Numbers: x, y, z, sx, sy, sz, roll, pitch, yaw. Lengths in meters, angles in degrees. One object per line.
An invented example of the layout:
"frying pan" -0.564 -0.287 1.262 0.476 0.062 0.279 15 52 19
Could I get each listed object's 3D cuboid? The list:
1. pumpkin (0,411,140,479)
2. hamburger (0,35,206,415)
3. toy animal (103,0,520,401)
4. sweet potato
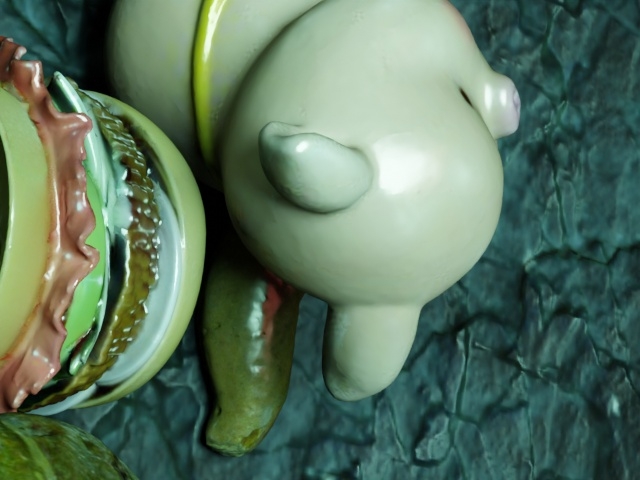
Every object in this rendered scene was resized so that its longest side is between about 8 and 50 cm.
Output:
"pumpkin" -0.161 0.162 0.738 0.219 0.162 0.219 -22 139 -21
"hamburger" -0.127 0.003 0.803 0.137 0.175 0.175 9 77 -49
"toy animal" -0.011 -0.070 0.854 0.149 0.248 0.165 -35 135 -2
"sweet potato" -0.005 -0.003 0.950 0.081 0.062 0.233 44 63 -23
